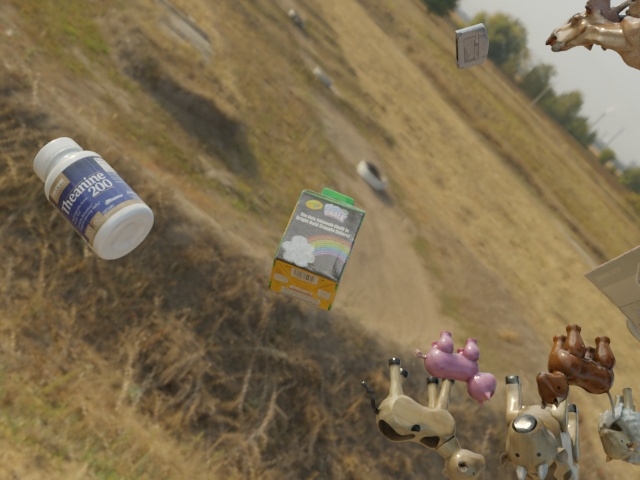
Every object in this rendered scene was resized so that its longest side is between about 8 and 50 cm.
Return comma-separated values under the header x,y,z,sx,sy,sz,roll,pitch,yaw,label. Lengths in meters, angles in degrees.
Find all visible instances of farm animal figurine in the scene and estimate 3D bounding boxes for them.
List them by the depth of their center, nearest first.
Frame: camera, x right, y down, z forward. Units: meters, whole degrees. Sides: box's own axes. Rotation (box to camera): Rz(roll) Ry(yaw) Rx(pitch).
x,y,z,sx,sy,sz,roll,pitch,yaw,label
0.266,0.263,1.229,0.326,0.330,0.172,41,45,-36,farm animal figurine

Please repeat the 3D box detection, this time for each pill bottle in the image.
x,y,z,sx,sy,sz,roll,pitch,yaw,label
-0.222,-0.044,0.870,0.120,0.067,0.067,44,15,19,pill bottle

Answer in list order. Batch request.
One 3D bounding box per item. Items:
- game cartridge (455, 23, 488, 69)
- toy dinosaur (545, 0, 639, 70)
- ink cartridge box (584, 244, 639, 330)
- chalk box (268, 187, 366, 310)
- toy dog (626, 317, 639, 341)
x,y,z,sx,sy,sz,roll,pitch,yaw,label
0.258,-0.331,1.533,0.083,0.055,0.017,77,-1,-53,game cartridge
0.486,-0.299,1.268,0.295,0.127,0.200,6,32,-1,toy dinosaur
0.406,0.080,0.884,0.239,0.060,0.275,48,-11,7,ink cartridge box
0.000,0.000,1.726,0.132,0.132,0.213,21,60,3,chalk box
0.520,0.176,1.078,0.334,0.220,0.161,46,42,5,toy dog
